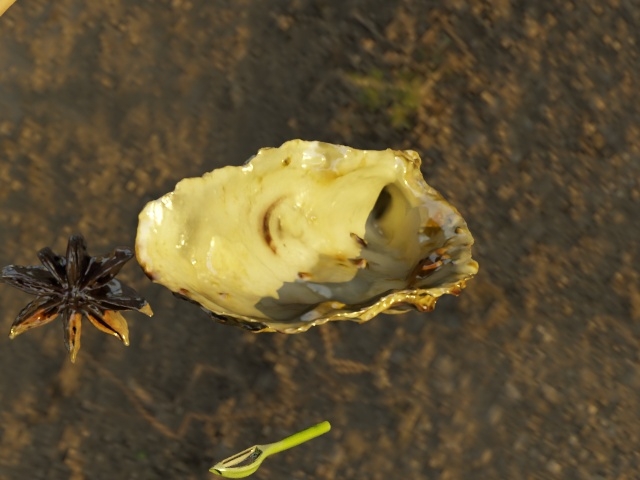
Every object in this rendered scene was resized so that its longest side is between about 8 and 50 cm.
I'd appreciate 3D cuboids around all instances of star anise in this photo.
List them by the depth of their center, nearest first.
[{"bbox_3d":[-0.209,0.045,1.527,0.141,0.141,0.042,-29,32,19],"label":"star anise"}]

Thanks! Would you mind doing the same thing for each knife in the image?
[{"bbox_3d":[-0.049,0.217,1.833,0.022,0.184,0.026,-21,88,41],"label":"knife"}]

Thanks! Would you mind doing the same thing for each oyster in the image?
[{"bbox_3d":[0.025,0.013,1.506,0.204,0.396,0.111,42,125,26],"label":"oyster"}]

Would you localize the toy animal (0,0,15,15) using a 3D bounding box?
[{"bbox_3d":[-0.205,-0.150,0.598,0.195,0.256,0.213,-27,34,33],"label":"toy animal"}]
